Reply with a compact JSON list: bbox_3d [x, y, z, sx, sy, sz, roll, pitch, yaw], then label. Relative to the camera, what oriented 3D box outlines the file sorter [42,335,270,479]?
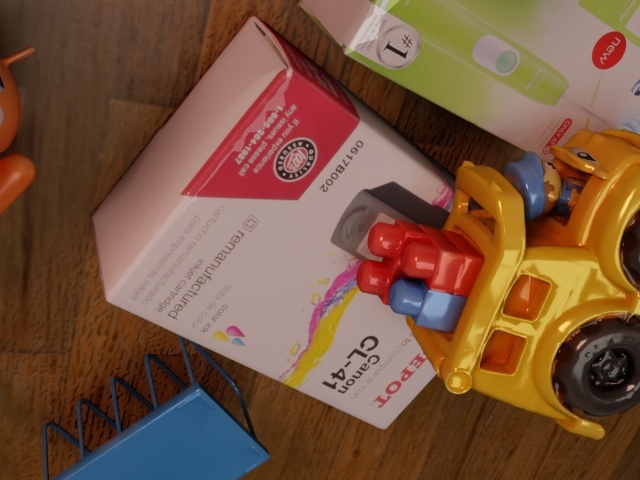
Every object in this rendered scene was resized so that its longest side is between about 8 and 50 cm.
[{"bbox_3d":[-0.159,0.184,0.757,0.170,0.104,0.118,-34,127,3],"label":"file sorter"}]

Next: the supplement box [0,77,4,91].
[{"bbox_3d":[-0.267,-0.171,0.416,0.113,0.111,0.220,-23,86,-6],"label":"supplement box"}]

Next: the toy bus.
[{"bbox_3d":[0.143,0.009,0.597,0.211,0.149,0.220,16,106,-14],"label":"toy bus"}]

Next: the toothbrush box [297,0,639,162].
[{"bbox_3d":[0.160,-0.193,0.629,0.283,0.122,0.206,21,112,-32],"label":"toothbrush box"}]

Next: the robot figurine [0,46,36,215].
[{"bbox_3d":[-0.289,-0.064,0.535,0.158,0.128,0.219,41,102,-5],"label":"robot figurine"}]

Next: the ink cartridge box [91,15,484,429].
[{"bbox_3d":[0.000,0.000,0.685,0.306,0.131,0.226,32,105,-32],"label":"ink cartridge box"}]
